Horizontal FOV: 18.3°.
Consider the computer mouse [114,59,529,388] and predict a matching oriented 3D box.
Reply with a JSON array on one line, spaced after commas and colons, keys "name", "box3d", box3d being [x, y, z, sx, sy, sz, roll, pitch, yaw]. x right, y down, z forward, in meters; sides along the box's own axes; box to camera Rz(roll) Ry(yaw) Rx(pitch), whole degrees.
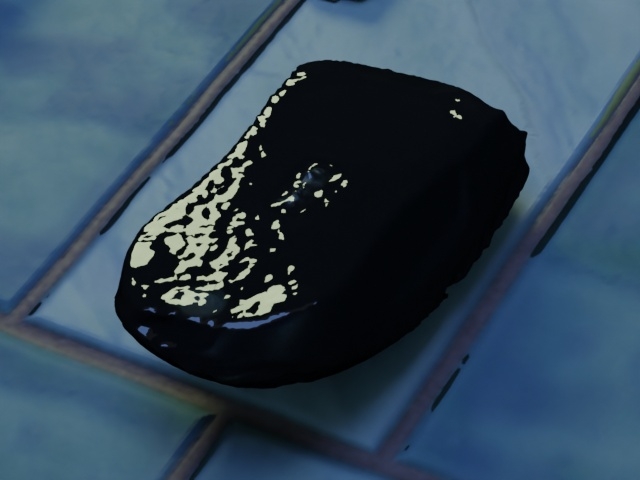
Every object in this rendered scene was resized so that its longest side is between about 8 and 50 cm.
[{"name": "computer mouse", "box3d": [0.000, 0.000, 0.859, 0.122, 0.073, 0.217, 20, 47, 26]}]
